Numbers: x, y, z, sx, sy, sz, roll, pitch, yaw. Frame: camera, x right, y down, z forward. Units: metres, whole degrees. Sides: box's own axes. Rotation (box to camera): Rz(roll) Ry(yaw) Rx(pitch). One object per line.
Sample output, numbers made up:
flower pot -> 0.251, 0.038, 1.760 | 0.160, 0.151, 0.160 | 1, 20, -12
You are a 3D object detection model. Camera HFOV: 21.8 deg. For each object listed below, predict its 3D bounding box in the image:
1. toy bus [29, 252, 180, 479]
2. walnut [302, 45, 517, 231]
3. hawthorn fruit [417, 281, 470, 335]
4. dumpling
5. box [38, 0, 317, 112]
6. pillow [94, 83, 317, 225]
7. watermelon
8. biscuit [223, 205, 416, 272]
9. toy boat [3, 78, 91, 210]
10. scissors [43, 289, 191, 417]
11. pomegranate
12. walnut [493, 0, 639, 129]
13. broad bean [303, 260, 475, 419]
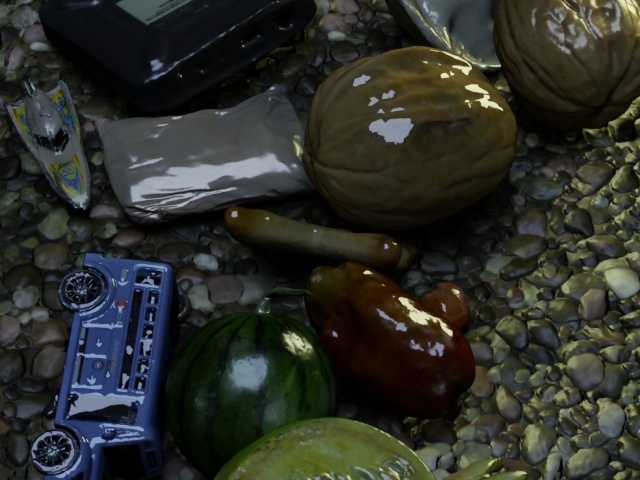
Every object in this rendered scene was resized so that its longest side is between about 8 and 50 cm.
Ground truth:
toy bus -> -0.229, 0.167, 1.820 | 0.133, 0.125, 0.292 | 3, 58, 4
walnut -> 0.107, -0.120, 1.968 | 0.261, 0.225, 0.225 | -15, 53, -21
hawthorn fruit -> 0.150, 0.099, 1.897 | 0.066, 0.067, 0.103 | -26, 68, -15
dumpling -> 0.200, -0.335, 2.165 | 0.227, 0.175, 0.243 | 42, 79, -3
box -> -0.189, -0.303, 2.186 | 0.290, 0.073, 0.289 | -33, 47, -22
pillow -> -0.135, -0.107, 2.063 | 0.270, 0.067, 0.173 | -13, 56, -6
watermelon -> -0.074, 0.156, 1.779 | 0.188, 0.188, 0.215 | 1, 94, 5
biscuit -> 0.000, 0.000, 1.930 | 0.207, 0.164, 0.047 | 11, 88, 11
toy boat -> -0.327, -0.113, 2.081 | 0.084, 0.066, 0.210 | -22, 56, -10
scissors -> -0.244, 0.125, 1.929 | 0.088, 0.017, 0.220 | 32, 62, 22
pomegranate -> 0.042, 0.332, 1.645 | 0.358, 0.216, 0.310 | -15, 53, -29
walnut -> 0.310, -0.245, 2.060 | 0.213, 0.213, 0.213 | -2, 53, 3
broad bean -> 0.068, 0.111, 1.831 | 0.228, 0.156, 0.122 | 32, 75, 26
